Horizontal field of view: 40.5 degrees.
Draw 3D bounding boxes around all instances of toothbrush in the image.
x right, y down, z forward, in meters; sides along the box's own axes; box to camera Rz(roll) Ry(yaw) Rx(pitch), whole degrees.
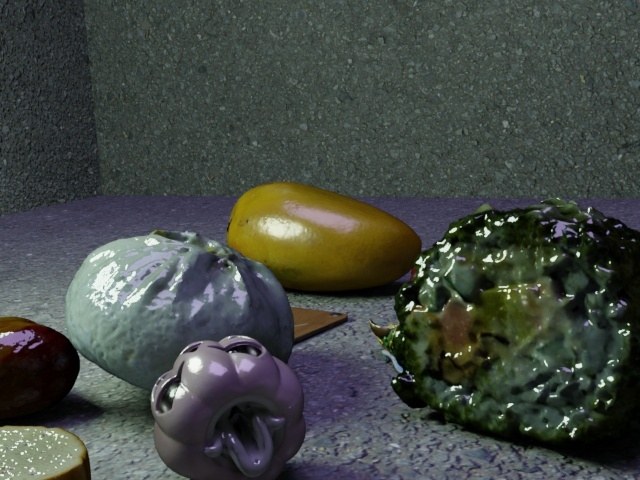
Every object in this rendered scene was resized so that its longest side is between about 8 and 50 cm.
[{"bbox_3d":[0.126,0.197,1.342,0.014,0.017,0.162,-13,12,-14],"label":"toothbrush"}]

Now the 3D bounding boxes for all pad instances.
[{"bbox_3d":[-0.134,0.160,1.637,0.284,0.018,0.286,4,11,36],"label":"pad"}]

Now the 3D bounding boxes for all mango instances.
[{"bbox_3d":[0.000,0.000,1.915,0.446,0.232,0.300,11,10,21],"label":"mango"}]

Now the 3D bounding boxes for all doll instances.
[{"bbox_3d":[0.125,0.168,1.419,0.113,0.076,0.078,-20,-48,41],"label":"doll"}]

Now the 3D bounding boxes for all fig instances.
[{"bbox_3d":[-0.485,0.198,1.225,0.274,0.145,0.170,-22,20,-30],"label":"fig"}]

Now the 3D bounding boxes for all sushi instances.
[{"bbox_3d":[0.267,0.096,1.103,0.352,0.294,0.178,3,8,42],"label":"sushi"}]

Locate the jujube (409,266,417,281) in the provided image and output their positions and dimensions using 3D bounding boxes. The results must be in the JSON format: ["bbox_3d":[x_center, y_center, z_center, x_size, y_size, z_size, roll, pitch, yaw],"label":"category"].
[{"bbox_3d":[0.310,0.087,1.429,0.342,0.216,0.216,-8,8,19],"label":"jujube"}]

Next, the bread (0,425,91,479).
[{"bbox_3d":[-0.367,0.269,0.943,0.236,0.070,0.236,-2,9,0],"label":"bread"}]

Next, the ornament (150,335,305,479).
[{"bbox_3d":[-0.101,0.198,0.976,0.177,0.177,0.177,-3,10,1],"label":"ornament"}]

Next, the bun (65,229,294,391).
[{"bbox_3d":[-0.201,0.101,1.289,0.362,0.211,0.362,20,10,-4],"label":"bun"}]
